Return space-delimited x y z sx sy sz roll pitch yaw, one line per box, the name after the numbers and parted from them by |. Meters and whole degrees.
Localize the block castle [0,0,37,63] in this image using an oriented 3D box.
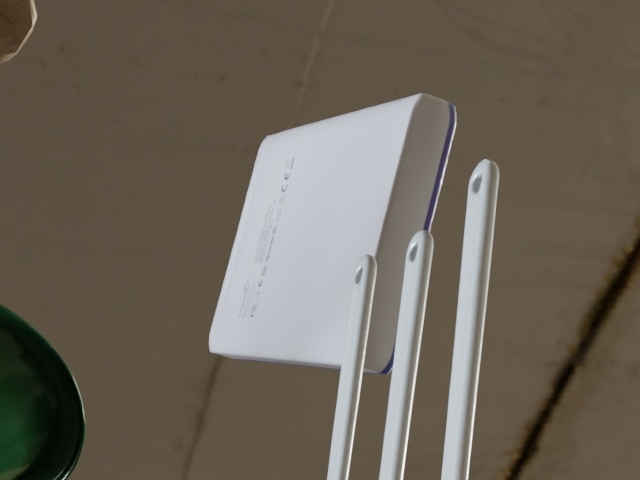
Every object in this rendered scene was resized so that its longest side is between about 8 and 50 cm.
-0.381 -0.167 0.741 0.453 0.213 0.303 -20 -68 -10 | block castle

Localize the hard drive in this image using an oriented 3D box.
0.000 0.000 1.265 0.040 0.210 0.319 18 -9 -22 | hard drive

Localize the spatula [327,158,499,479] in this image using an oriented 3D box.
0.025 0.097 0.629 0.019 0.242 0.168 15 -24 -18 | spatula

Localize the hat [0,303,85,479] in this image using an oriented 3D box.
-0.263 0.136 0.866 0.208 0.183 0.173 1 -61 16 | hat
